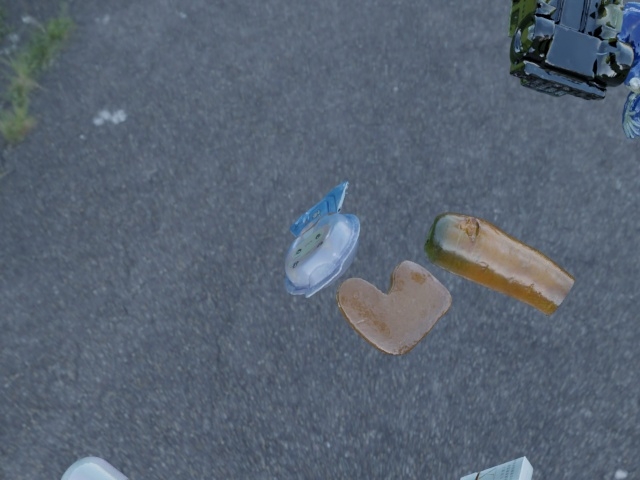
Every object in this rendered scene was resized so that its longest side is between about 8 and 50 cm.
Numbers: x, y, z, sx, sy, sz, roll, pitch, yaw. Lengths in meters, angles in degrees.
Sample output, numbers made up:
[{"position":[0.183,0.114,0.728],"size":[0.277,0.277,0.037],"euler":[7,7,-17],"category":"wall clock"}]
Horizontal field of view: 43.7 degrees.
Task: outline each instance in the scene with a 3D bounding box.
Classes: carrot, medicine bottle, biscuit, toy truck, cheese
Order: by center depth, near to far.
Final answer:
[{"position":[0.268,-0.280,0.871],"size":[0.127,0.127,0.257],"euler":[13,78,-18],"category":"toy truck"},{"position":[0.231,0.026,1.040],"size":[0.193,0.087,0.087],"euler":[24,63,5],"category":"carrot"},{"position":[0.000,0.000,1.106],"size":[0.135,0.052,0.245],"euler":[-38,23,17],"category":"cheese"},{"position":[0.140,0.114,1.536],"size":[0.186,0.036,0.192],"euler":[46,71,2],"category":"biscuit"},{"position":[-0.406,0.590,1.690],"size":[0.341,0.130,0.130],"euler":[34,67,13],"category":"medicine bottle"}]

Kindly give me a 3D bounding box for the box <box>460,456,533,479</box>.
[{"position":[0.342,0.488,1.584],"size":[0.154,0.040,0.084],"euler":[-29,11,30],"category":"box"}]

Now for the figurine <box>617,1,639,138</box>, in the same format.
[{"position":[0.524,-0.294,1.279],"size":[0.120,0.164,0.262],"euler":[-9,38,25],"category":"figurine"}]
